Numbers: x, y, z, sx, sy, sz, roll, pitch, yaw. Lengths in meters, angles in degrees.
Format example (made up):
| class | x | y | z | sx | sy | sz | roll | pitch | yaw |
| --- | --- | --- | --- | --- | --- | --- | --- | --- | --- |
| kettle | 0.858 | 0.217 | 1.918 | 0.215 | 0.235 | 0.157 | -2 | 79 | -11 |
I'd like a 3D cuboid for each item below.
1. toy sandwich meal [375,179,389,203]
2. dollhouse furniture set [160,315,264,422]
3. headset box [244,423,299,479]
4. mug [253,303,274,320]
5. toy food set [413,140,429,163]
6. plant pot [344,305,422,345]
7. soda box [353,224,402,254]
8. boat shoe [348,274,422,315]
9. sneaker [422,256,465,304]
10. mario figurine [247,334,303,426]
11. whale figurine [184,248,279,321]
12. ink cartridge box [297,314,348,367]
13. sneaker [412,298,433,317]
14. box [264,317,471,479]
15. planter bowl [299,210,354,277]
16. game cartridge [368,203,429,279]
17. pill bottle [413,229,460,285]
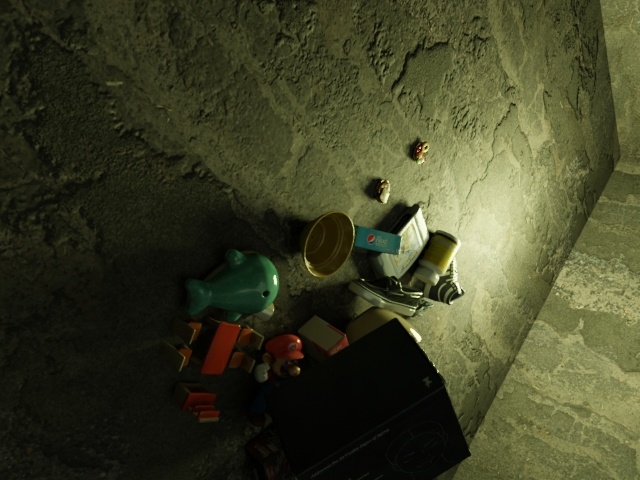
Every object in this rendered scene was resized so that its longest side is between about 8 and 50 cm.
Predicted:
| class | x | y | z | sx | sy | sz | roll | pitch | yaw |
| --- | --- | --- | --- | --- | --- | --- | --- | --- | --- |
| toy sandwich meal | 0.222 | -0.172 | 1.837 | 0.086 | 0.029 | 0.085 | -22 | 122 | -39 |
| dollhouse furniture set | -0.296 | 0.348 | 1.444 | 0.262 | 0.135 | 0.259 | 19 | 93 | -49 |
| headset box | -0.124 | 0.740 | 1.823 | 0.293 | 0.110 | 0.218 | -31 | 128 | -34 |
| mug | -0.184 | 0.196 | 1.565 | 0.062 | 0.078 | 0.064 | -41 | 133 | 20 |
| toy food set | 0.371 | -0.321 | 1.934 | 0.083 | 0.020 | 0.082 | -27 | 125 | -37 |
| plant pot | 0.195 | 0.351 | 1.897 | 0.284 | 0.284 | 0.191 | -32 | 84 | -33 |
| soda box | 0.182 | -0.001 | 1.807 | 0.210 | 0.067 | 0.071 | 12 | 88 | -37 |
| boat shoe | 0.241 | 0.179 | 1.924 | 0.335 | 0.121 | 0.119 | 21 | 100 | -40 |
| sneaker | 0.558 | 0.139 | 2.240 | 0.099 | 0.153 | 0.282 | 21 | 92 | -50 |
| mario figurine | -0.124 | 0.444 | 1.639 | 0.198 | 0.170 | 0.320 | -54 | 162 | -70 |
| whale figurine | -0.229 | 0.131 | 1.414 | 0.272 | 0.141 | 0.216 | -12 | 116 | -42 |
| ink cartridge box | 0.027 | 0.383 | 1.784 | 0.092 | 0.159 | 0.217 | -39 | 132 | -24 |
| sneaker | 0.433 | 0.296 | 2.266 | 0.135 | 0.052 | 0.058 | -11 | 125 | -35 |
| box | 0.161 | 0.578 | 1.631 | 0.480 | 0.297 | 0.471 | -30 | 133 | -4 |
| planter bowl | 0.000 | 0.000 | 1.634 | 0.217 | 0.090 | 0.217 | -22 | 123 | -38 |
| game cartridge | 0.307 | 0.025 | 2.001 | 0.297 | 0.062 | 0.198 | -48 | 131 | -21 |
| pill bottle | 0.475 | 0.072 | 2.149 | 0.208 | 0.119 | 0.119 | -59 | 138 | -10 |
